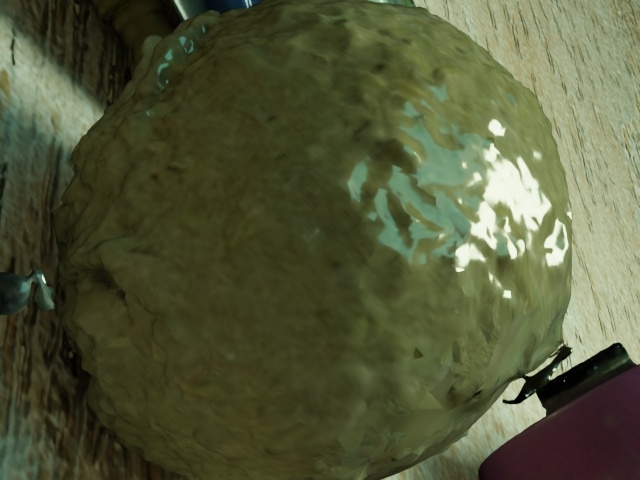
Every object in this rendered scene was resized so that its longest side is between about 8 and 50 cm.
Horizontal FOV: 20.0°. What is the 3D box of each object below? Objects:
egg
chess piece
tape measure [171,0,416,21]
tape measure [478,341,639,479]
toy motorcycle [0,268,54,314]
[{"bbox_3d":[0.000,0.000,0.955,0.279,0.279,0.310,54,34,-6],"label":"egg"},{"bbox_3d":[-0.128,-0.162,1.178,0.172,0.060,0.060,63,22,8],"label":"chess piece"},{"bbox_3d":[-0.033,-0.185,1.189,0.262,0.138,0.259,63,3,-30],"label":"tape measure"},{"bbox_3d":[0.229,0.152,1.263,0.149,0.232,0.245,63,5,14],"label":"tape measure"},{"bbox_3d":[-0.168,0.084,0.636,0.188,0.143,0.327,4,63,-64],"label":"toy motorcycle"}]
